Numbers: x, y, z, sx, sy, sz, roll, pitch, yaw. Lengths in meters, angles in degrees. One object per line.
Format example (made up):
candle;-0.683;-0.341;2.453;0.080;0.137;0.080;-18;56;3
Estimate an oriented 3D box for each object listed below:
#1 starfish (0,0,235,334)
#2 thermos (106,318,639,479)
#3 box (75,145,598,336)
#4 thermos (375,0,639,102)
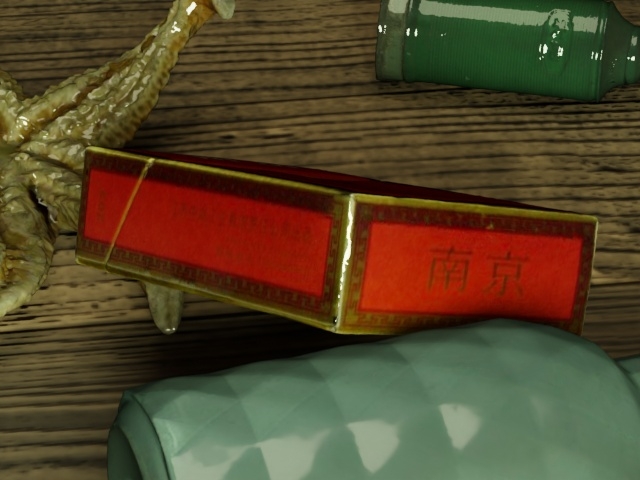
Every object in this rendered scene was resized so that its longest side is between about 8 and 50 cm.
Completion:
starfish;-0.186;-0.068;1.117;0.375;0.094;0.327;34;51;24
thermos;0.056;0.109;0.810;0.287;0.145;0.182;-10;1;-18
box;0.000;-0.001;0.929;0.153;0.074;0.240;-1;7;-36
thermos;0.134;-0.129;1.245;0.188;0.083;0.073;8;55;11
